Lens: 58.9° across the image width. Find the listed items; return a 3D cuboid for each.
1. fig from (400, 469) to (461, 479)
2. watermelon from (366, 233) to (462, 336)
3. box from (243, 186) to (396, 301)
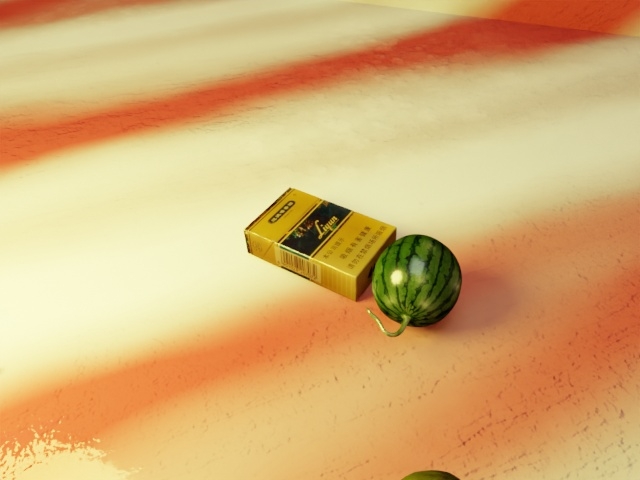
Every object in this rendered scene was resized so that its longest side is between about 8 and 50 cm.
[{"bbox_3d":[0.073,0.345,0.629,0.236,0.124,0.124,-27,45,1],"label":"fig"},{"bbox_3d":[0.144,0.079,0.890,0.140,0.141,0.187,13,56,17],"label":"watermelon"},{"bbox_3d":[0.000,0.001,1.033,0.237,0.070,0.152,24,48,23],"label":"box"}]
